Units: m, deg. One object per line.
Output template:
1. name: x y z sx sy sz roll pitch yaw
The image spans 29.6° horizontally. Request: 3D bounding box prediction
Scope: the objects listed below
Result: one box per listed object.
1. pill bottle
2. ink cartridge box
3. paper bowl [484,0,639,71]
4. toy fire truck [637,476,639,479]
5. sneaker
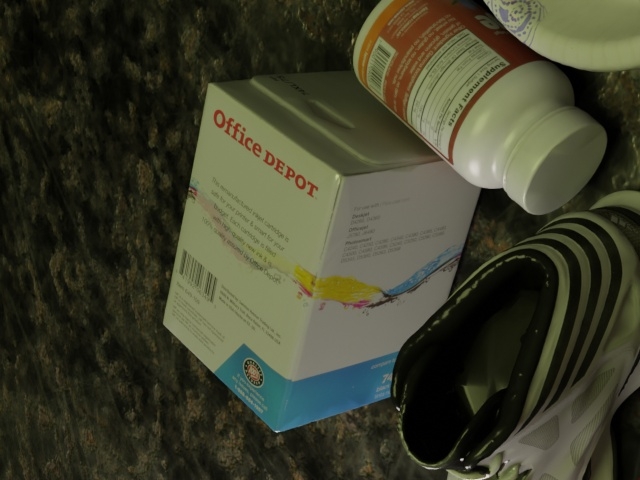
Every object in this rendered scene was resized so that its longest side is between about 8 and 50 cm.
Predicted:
1. pill bottle: 0.136 -0.122 1.033 0.216 0.121 0.121 46 130 31
2. ink cartridge box: 0.000 0.000 1.159 0.198 0.197 0.270 38 126 38
3. paper bowl: 0.239 -0.265 0.858 0.284 0.148 0.284 15 110 46
4. toy fire truck: 0.372 0.233 0.838 0.254 0.169 0.302 -52 58 14
5. sneaker: 0.130 0.170 1.002 0.169 0.257 0.447 39 126 37
